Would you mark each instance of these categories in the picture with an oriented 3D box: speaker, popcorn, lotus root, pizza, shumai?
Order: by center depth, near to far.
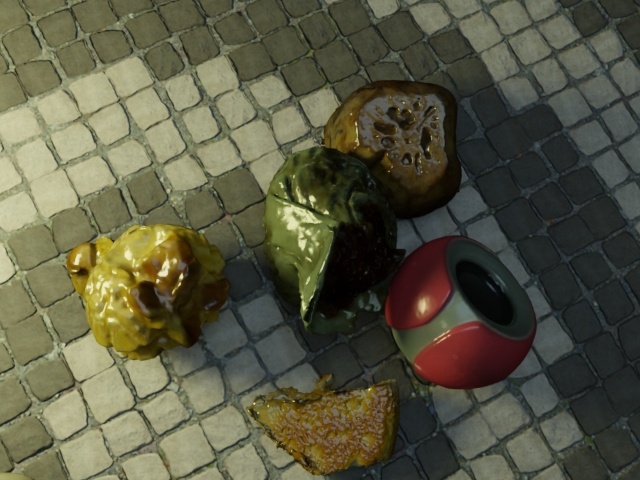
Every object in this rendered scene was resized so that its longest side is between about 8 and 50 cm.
[{"bbox_3d":[0.000,0.000,1.562,0.292,0.288,0.329,-7,101,18],"label":"shumai"},{"bbox_3d":[-0.330,0.096,1.597,0.332,0.225,0.264,7,61,18],"label":"popcorn"},{"bbox_3d":[0.261,0.130,1.616,0.294,0.294,0.294,2,75,-6],"label":"speaker"},{"bbox_3d":[0.007,0.351,1.631,0.297,0.071,0.189,-4,87,-4],"label":"pizza"},{"bbox_3d":[0.149,-0.189,1.727,0.316,0.250,0.316,0,84,-2],"label":"lotus root"}]

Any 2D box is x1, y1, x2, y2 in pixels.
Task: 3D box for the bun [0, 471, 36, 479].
[{"bbox_3d":[-0.563,0.482,1.502,0.173,0.120,0.172,-6,109,-17],"label":"bun"}]
